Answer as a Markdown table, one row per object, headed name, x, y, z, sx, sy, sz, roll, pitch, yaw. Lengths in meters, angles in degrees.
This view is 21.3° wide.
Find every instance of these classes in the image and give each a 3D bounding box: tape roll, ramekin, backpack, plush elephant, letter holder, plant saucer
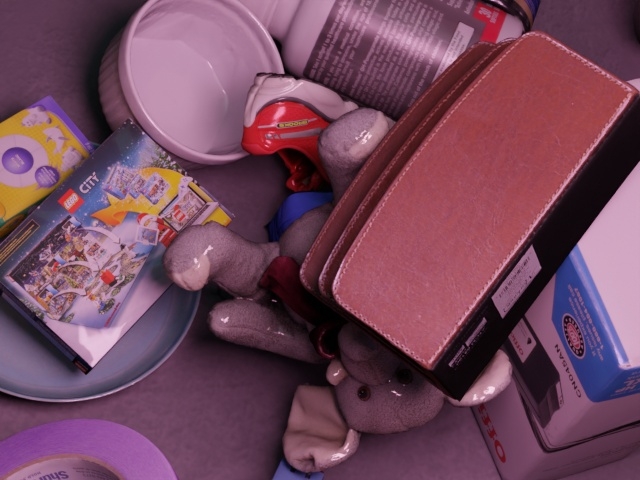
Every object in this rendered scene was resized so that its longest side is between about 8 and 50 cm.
| name | x | y | z | sx | sy | sz | roll | pitch | yaw |
| --- | --- | --- | --- | --- | --- | --- | --- | --- | --- |
| tape roll | -0.250 | 0.307 | 1.630 | 0.275 | 0.090 | 0.275 | -11 | 46 | 12 |
| ramekin | -0.154 | -0.175 | 1.928 | 0.207 | 0.109 | 0.207 | 11 | 71 | -33 |
| backpack | 0.000 | 0.000 | 1.902 | 0.098 | 0.120 | 0.101 | -3 | 65 | -16 |
| plush elephant | 0.038 | 0.088 | 1.735 | 0.272 | 0.330 | 0.255 | -32 | 49 | 4 |
| letter holder | 0.120 | -0.047 | 1.545 | 0.214 | 0.152 | 0.302 | 36 | 86 | 21 |
| plant saucer | -0.288 | 0.034 | 1.858 | 0.317 | 0.044 | 0.317 | 6 | 62 | -11 |

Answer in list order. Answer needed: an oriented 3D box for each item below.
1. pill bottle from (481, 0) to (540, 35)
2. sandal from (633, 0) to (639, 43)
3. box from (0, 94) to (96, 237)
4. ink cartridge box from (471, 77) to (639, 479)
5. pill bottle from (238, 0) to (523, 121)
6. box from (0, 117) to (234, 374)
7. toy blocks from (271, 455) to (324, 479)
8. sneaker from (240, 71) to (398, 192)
| name | x | y | z | sx | sy | sz | roll | pitch | yaw |
| --- | --- | --- | --- | --- | --- | --- | --- | --- | --- |
| pill bottle | 0.228 | -0.346 | 2.133 | 0.123 | 0.123 | 0.219 | 22 | 60 | -2 |
| sandal | 0.468 | -0.406 | 2.227 | 0.107 | 0.167 | 0.446 | 14 | 50 | 22 |
| box | -0.338 | -0.072 | 1.852 | 0.179 | 0.043 | 0.105 | -36 | 76 | -25 |
| ink cartridge box | 0.264 | 0.061 | 1.783 | 0.166 | 0.395 | 0.285 | -15 | 68 | -17 |
| pill bottle | 0.062 | -0.246 | 2.010 | 0.318 | 0.176 | 0.176 | 25 | 61 | -1 |
| box | -0.226 | 0.004 | 1.813 | 0.159 | 0.044 | 0.233 | 43 | 67 | -1 |
| toy blocks | 0.049 | 0.376 | 1.710 | 0.381 | 0.191 | 0.261 | 21 | 47 | 8 |
| sneaker | 0.007 | -0.103 | 1.934 | 0.279 | 0.107 | 0.118 | 20 | 87 | -45 |
